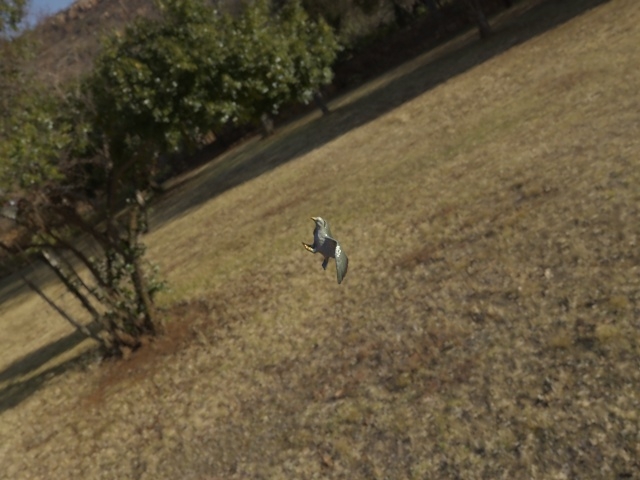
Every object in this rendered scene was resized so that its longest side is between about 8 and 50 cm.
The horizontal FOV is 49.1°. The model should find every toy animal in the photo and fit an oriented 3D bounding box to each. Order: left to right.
[{"bbox_3d":[0.000,0.001,0.620,0.028,0.050,0.084,-36,36,5],"label":"toy animal"}]
